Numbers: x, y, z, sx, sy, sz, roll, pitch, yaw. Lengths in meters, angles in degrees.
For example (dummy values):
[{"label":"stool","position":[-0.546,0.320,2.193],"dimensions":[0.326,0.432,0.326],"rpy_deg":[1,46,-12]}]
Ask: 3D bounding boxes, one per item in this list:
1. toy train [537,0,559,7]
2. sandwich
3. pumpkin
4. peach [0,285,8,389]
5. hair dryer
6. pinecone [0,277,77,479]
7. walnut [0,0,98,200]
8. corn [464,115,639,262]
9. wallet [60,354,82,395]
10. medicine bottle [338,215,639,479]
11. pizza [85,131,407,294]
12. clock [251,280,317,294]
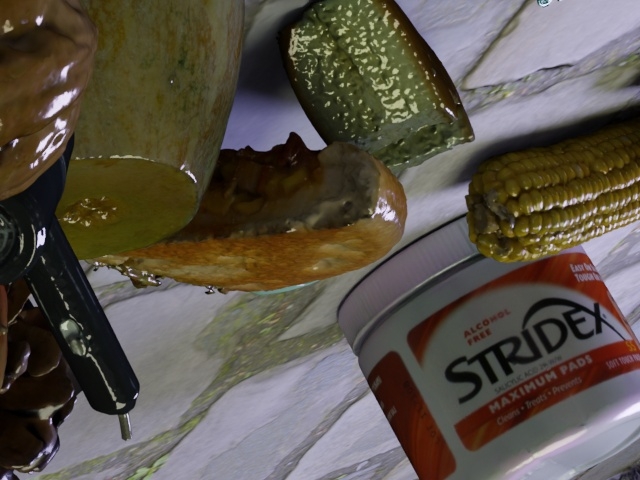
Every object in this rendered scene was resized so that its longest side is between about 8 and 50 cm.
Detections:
[{"label":"toy train","position":[0.179,-0.196,1.386],"dimensions":[0.092,0.029,0.045],"rpy_deg":[-24,147,-28]},{"label":"sandwich","position":[0.044,-0.096,1.353],"dimensions":[0.090,0.088,0.244],"rpy_deg":[-28,164,10]},{"label":"pumpkin","position":[-0.127,-0.059,1.179],"dimensions":[0.217,0.110,0.217],"rpy_deg":[-21,165,-6]},{"label":"peach","position":[-0.294,0.063,1.089],"dimensions":[0.232,0.232,0.232],"rpy_deg":[-26,163,-9]},{"label":"hair dryer","position":[-0.147,0.027,1.076],"dimensions":[0.071,0.219,0.124],"rpy_deg":[-16,-150,12]},{"label":"pinecone","position":[-0.249,0.091,1.307],"dimensions":[0.204,0.179,0.184],"rpy_deg":[-54,176,21]},{"label":"walnut","position":[-0.190,-0.087,0.917],"dimensions":[0.184,0.155,0.155],"rpy_deg":[-7,155,-23]},{"label":"corn","position":[0.257,-0.052,1.792],"dimensions":[0.313,0.102,0.102],"rpy_deg":[-15,158,-35]},{"label":"wallet","position":[-0.322,0.148,1.565],"dimensions":[0.309,0.042,0.165],"rpy_deg":[-14,156,-40]},{"label":"medicine bottle","position":[0.178,0.121,1.928],"dimensions":[0.252,0.241,0.252],"rpy_deg":[-27,162,-9]},{"label":"pizza","position":[-0.062,-0.019,1.329],"dimensions":[0.228,0.081,0.289],"rpy_deg":[-1,170,-13]},{"label":"clock","position":[0.000,0.000,1.642],"dimensions":[0.135,0.041,0.101],"rpy_deg":[-10,155,-48]}]
